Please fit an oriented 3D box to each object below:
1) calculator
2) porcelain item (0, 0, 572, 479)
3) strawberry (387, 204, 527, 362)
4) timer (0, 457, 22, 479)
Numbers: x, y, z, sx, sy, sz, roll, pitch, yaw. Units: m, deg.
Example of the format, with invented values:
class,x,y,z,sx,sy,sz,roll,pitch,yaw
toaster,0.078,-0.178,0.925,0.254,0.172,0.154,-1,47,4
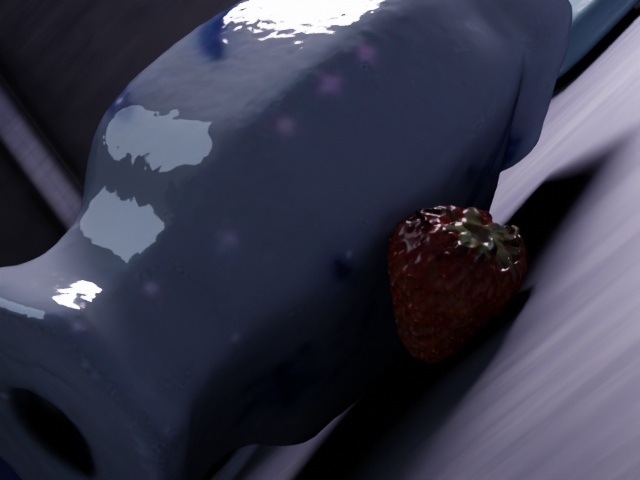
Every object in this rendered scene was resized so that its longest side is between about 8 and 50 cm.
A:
class,x,y,z,sx,sy,sz,roll,pitch,yaw
calculator,0.265,-0.225,1.363,0.303,0.042,0.188,-43,5,12
porcelain item,-0.019,-0.020,0.886,0.405,0.178,0.242,-46,-21,-33
strawberry,0.063,0.022,0.773,0.083,0.073,0.073,-63,-5,27
timer,-0.184,0.142,1.243,0.270,0.270,0.383,-45,-7,40
